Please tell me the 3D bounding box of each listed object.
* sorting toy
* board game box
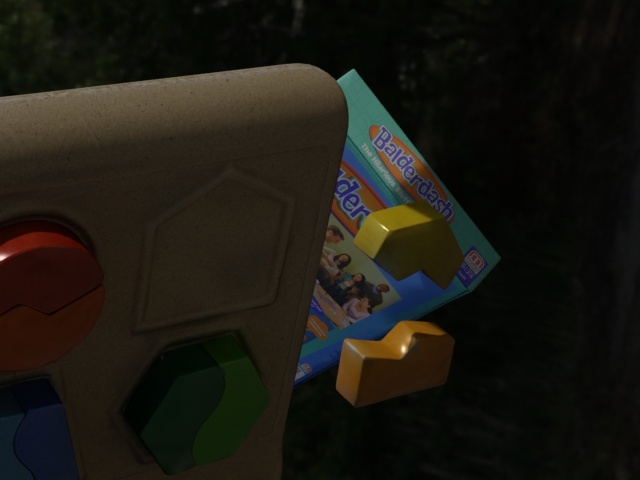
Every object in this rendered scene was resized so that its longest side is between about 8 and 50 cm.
[{"bbox_3d":[-0.048,0.037,0.618,0.041,0.307,0.229,41,132,44],"label":"sorting toy"},{"bbox_3d":[0.000,0.000,0.957,0.210,0.160,0.047,-33,6,47],"label":"board game box"}]
